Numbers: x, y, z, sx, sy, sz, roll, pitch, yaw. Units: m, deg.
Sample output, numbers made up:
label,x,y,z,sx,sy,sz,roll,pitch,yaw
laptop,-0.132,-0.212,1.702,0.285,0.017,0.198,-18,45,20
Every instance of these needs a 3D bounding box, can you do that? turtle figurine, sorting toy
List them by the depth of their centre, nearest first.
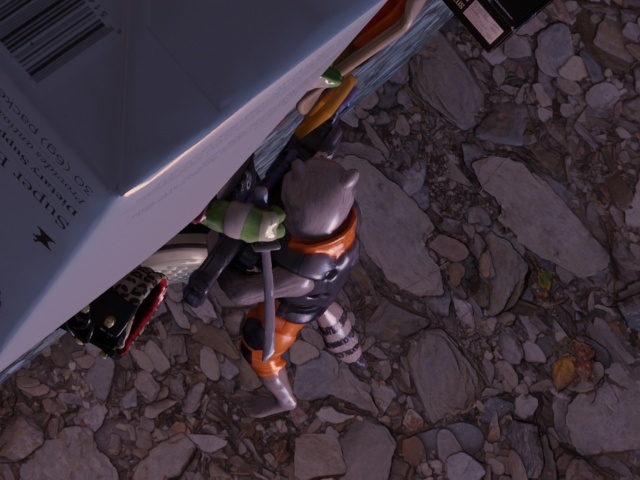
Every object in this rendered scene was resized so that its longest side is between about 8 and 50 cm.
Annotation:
label,x,y,z,sx,sy,sz,roll,pitch,yaw
turtle figurine,-0.086,-0.088,1.642,0.266,0.275,0.198,-48,-157,20
sorting toy,0.052,-0.237,1.882,0.196,0.047,0.347,-38,-165,39

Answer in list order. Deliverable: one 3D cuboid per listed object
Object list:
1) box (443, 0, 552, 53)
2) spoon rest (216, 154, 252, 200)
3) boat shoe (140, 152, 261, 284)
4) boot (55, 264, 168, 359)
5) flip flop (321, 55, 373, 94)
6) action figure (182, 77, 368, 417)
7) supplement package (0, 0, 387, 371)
label,x,y,z,sx,sy,sz,roll,pitch,yaw
box,0.217,-0.354,2.254,0.147,0.180,0.077,-40,179,-28
spoon rest,-0.089,-0.151,1.853,0.084,0.137,0.276,10,127,-43
boat shoe,-0.162,-0.040,2.094,0.187,0.156,0.500,-11,-172,8
boot,-0.251,0.050,1.512,0.236,0.178,0.085,-50,165,-53
flip flop,-0.016,-0.232,2.130,0.112,0.080,0.277,-36,166,18
action figure,0.000,0.000,1.899,0.341,0.178,0.330,-57,167,-28
supplement package,-0.128,-0.078,0.840,0.175,0.177,0.293,-41,179,-29
